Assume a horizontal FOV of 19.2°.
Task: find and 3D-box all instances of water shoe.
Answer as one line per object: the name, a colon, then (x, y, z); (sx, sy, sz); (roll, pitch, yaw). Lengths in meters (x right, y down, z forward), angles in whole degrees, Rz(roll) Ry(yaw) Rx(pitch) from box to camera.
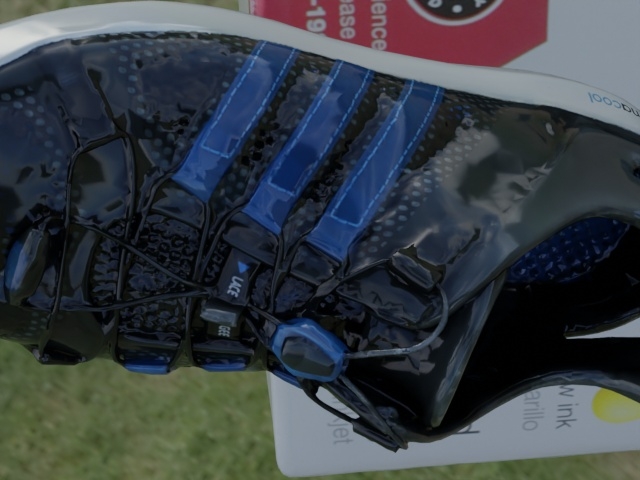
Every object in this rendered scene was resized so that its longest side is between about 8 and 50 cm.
water shoe: (0.000, 0.000, 0.383); (0.080, 0.203, 0.073); (56, 141, 47)

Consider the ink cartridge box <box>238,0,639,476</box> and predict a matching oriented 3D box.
ink cartridge box: (0.164, -0.079, 0.670); (0.385, 0.279, 0.160); (-4, 36, -3)
